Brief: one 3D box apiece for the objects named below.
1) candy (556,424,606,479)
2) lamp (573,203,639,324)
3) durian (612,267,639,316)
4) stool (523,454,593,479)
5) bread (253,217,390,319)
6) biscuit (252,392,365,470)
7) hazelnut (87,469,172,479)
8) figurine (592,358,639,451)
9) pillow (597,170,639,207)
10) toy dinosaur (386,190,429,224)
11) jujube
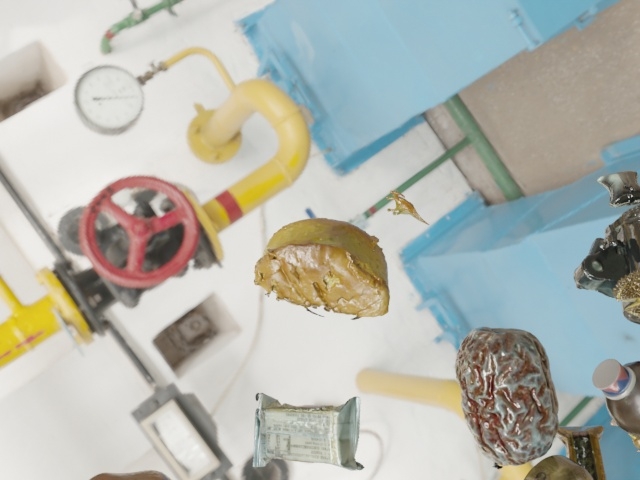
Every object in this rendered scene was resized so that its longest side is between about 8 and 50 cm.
[{"bbox_3d":[0.666,0.585,1.785,0.101,0.143,0.271,69,-162,-47],"label":"candy"},{"bbox_3d":[0.763,0.050,1.586,0.374,0.272,0.205,21,149,6],"label":"lamp"},{"bbox_3d":[0.612,0.091,1.313,0.110,0.140,0.071,-94,15,-47],"label":"durian"},{"bbox_3d":[0.567,0.589,1.504,0.264,0.179,0.179,25,145,61],"label":"stool"},{"bbox_3d":[0.017,0.039,1.323,0.261,0.160,0.147,15,128,1],"label":"bread"},{"bbox_3d":[-0.040,0.469,1.776,0.309,0.079,0.186,-8,79,33],"label":"biscuit"},{"bbox_3d":[-0.455,0.724,1.687,0.315,0.372,0.372,-8,117,49],"label":"hazelnut"},{"bbox_3d":[0.648,0.319,1.429,0.275,0.161,0.158,40,-148,-40],"label":"figurine"},{"bbox_3d":[0.729,-0.123,1.732,0.055,0.091,0.135,44,-155,-22],"label":"pillow"},{"bbox_3d":[0.145,-0.052,1.238,0.041,0.026,0.113,-12,139,37],"label":"toy dinosaur"},{"bbox_3d":[0.427,0.353,1.647,0.226,0.226,0.317,-4,95,65],"label":"jujube"}]
